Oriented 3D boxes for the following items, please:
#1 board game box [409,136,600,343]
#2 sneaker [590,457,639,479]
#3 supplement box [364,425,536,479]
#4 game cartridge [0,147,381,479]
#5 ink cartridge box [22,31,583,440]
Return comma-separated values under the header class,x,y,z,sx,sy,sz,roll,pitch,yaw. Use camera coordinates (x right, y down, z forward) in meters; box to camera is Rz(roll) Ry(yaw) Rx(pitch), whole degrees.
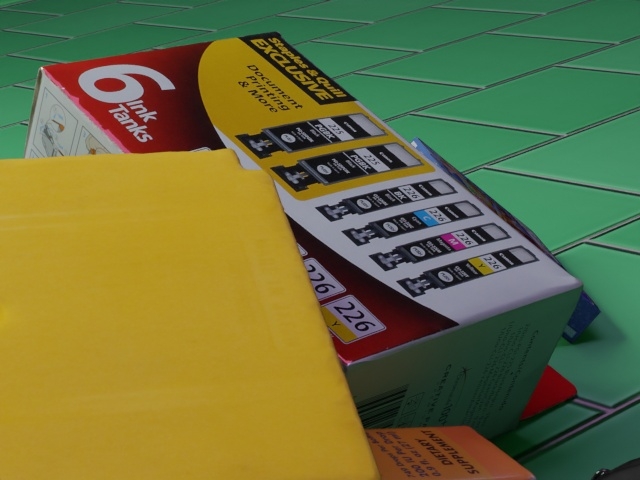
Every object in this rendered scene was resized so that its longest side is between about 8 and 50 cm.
class,x,y,z,sx,sy,sz,roll,pitch,yaw
board game box,0.130,-0.005,1.235,0.035,0.136,0.201,-50,15,8
sneaker,0.155,0.159,0.779,0.286,0.109,0.130,-10,7,-28
supplement box,-0.011,0.143,0.810,0.233,0.080,0.078,-1,17,-26
game cartridge,-0.159,0.054,0.770,0.323,0.053,0.285,-3,35,-13
ink cartridge box,0.000,0.000,1.039,0.272,0.130,0.309,-16,46,-41
